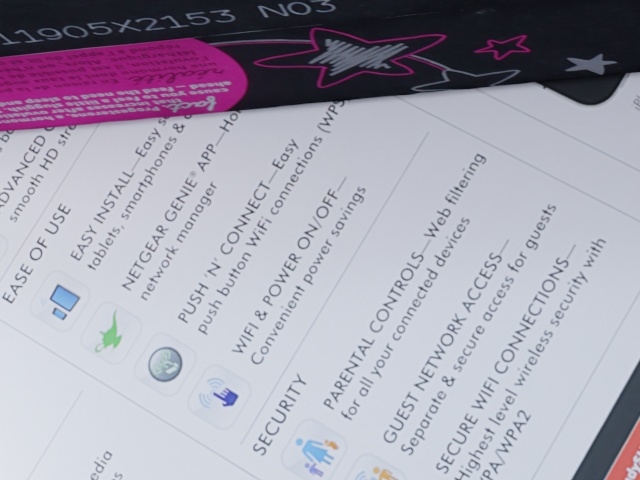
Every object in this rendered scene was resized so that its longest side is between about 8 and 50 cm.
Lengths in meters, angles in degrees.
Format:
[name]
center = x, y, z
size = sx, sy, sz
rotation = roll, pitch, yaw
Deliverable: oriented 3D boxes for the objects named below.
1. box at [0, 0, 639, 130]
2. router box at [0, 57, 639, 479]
[box]
center = -0.040, -0.116, 0.323
size = 0.247, 0.163, 0.142
rotation = -5, 76, 11
[router box]
center = 0.000, 0.000, 0.414
size = 0.301, 0.082, 0.335
rotation = 30, 83, 18
